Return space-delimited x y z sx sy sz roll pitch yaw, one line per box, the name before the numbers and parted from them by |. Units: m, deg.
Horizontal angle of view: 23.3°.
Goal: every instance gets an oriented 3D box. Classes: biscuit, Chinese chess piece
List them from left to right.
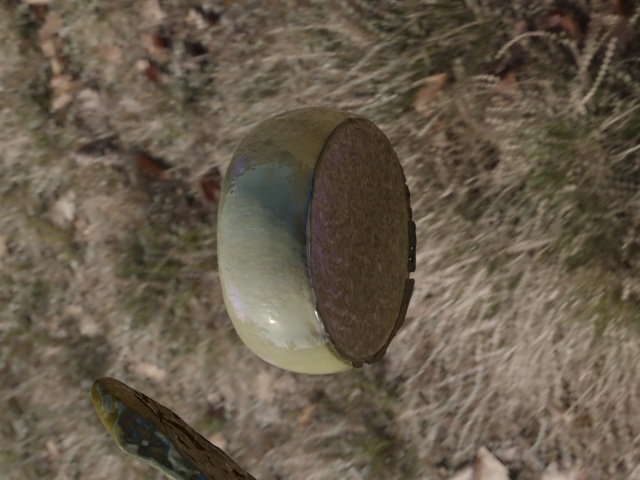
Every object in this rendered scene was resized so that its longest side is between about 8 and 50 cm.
biscuit | -0.066 0.176 1.055 0.039 0.174 0.183 -47 40 -2
Chinese chess piece | 0.000 0.000 1.567 0.112 0.270 0.270 -1 104 26
